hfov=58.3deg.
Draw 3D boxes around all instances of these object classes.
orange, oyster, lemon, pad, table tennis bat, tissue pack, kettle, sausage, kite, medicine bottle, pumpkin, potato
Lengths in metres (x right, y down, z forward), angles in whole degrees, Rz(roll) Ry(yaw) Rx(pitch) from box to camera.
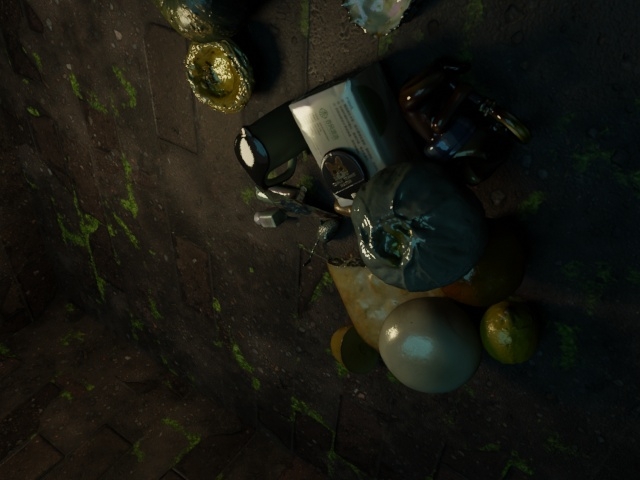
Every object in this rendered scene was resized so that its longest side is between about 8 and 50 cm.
[{"bbox_3d":[0.442,0.056,1.595,0.264,0.264,0.264,23,134,27],"label":"orange"},{"bbox_3d":[0.159,-0.627,1.437,0.259,0.092,0.198,-9,114,55],"label":"oyster"},{"bbox_3d":[0.567,0.274,1.712,0.180,0.180,0.193,-18,103,47],"label":"lemon"},{"bbox_3d":[-0.284,-0.674,1.850,0.157,0.003,0.112,7,125,38],"label":"pad"},{"bbox_3d":[0.087,-0.152,1.620,0.150,0.027,0.236,-22,104,46],"label":"table tennis bat"},{"bbox_3d":[0.111,-0.295,1.651,0.266,0.194,0.356,-9,115,44],"label":"tissue pack"},{"bbox_3d":[-0.139,-0.295,1.827,0.165,0.255,0.240,9,127,34],"label":"kettle"},{"bbox_3d":[0.173,-0.091,1.857,0.301,0.066,0.066,13,128,36],"label":"sausage"},{"bbox_3d":[-0.077,-0.131,1.980,0.335,0.011,0.314,19,161,-9],"label":"kite"},{"bbox_3d":[-0.193,-0.087,2.172,0.118,0.074,0.055,0,122,41],"label":"medicine bottle"},{"bbox_3d":[-0.355,-0.732,1.672,0.291,0.257,0.328,-27,94,36],"label":"pumpkin"},{"bbox_3d":[0.112,0.410,2.239,0.203,0.178,0.158,42,162,-31],"label":"potato"}]

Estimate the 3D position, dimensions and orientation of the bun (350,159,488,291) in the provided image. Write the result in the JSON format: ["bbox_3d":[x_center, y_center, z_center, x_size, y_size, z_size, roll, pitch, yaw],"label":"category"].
[{"bbox_3d":[0.234,-0.030,1.451,0.361,0.211,0.362,7,103,32],"label":"bun"}]

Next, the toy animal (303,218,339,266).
[{"bbox_3d":[0.001,-0.004,2.062,0.070,0.079,0.253,60,142,20],"label":"toy animal"}]

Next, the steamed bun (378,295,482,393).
[{"bbox_3d":[0.341,0.338,1.805,0.324,0.206,0.324,10,121,16],"label":"steamed bun"}]

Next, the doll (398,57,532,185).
[{"bbox_3d":[0.343,-0.305,1.463,0.340,0.209,0.318,53,172,-2],"label":"doll"}]

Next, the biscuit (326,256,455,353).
[{"bbox_3d":[0.276,0.231,1.974,0.429,0.104,0.446,-9,113,34],"label":"biscuit"}]

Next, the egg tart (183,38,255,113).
[{"bbox_3d":[-0.314,-0.553,1.880,0.288,0.118,0.288,24,134,27],"label":"egg tart"}]

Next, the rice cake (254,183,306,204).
[{"bbox_3d":[-0.148,-0.165,2.097,0.221,0.042,0.080,17,136,31],"label":"rice cake"}]
